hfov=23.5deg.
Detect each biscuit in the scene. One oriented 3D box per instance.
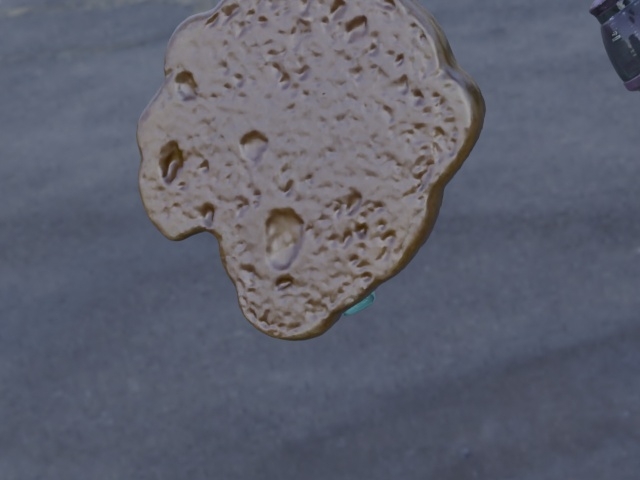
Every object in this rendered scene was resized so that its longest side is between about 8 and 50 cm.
[{"bbox_3d":[-0.019,-0.087,1.576,0.359,0.381,0.074,13,16,17],"label":"biscuit"}]

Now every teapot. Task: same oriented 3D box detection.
[{"bbox_3d":[0.428,-0.283,2.004,0.148,0.146,0.116,-35,2,35],"label":"teapot"}]

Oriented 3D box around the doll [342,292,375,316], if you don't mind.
[{"bbox_3d":[0.000,0.000,1.863,0.059,0.158,0.159,-26,61,12],"label":"doll"}]
